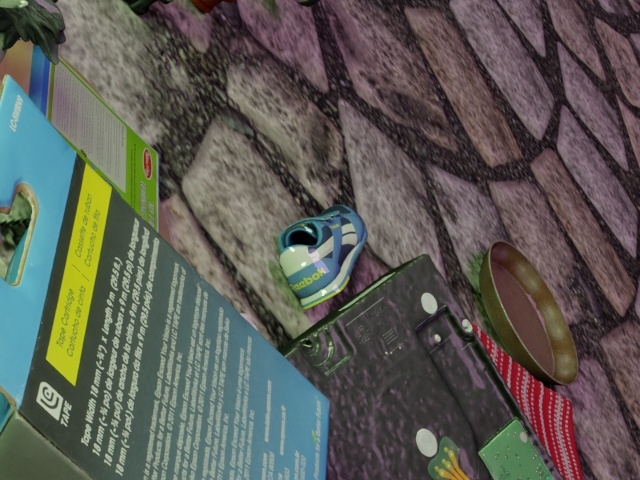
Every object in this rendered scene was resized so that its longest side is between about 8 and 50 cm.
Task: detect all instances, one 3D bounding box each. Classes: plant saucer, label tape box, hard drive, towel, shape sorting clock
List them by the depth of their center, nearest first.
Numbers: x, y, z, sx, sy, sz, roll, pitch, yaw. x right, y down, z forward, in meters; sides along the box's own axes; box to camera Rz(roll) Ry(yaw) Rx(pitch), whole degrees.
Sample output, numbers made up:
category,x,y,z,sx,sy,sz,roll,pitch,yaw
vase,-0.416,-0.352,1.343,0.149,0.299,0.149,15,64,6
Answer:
category,x,y,z,sx,sy,sz,roll,pitch,yaw
label tape box,-0.135,0.100,1.198,0.334,0.106,0.241,47,27,-28
shape sorting clock,-0.168,-0.047,1.388,0.206,0.040,0.206,48,22,-26
hard drive,0.088,0.205,1.502,0.237,0.064,0.339,-35,94,-47
towel,0.179,0.175,1.860,0.275,0.031,0.199,40,31,-40
plant saucer,0.211,0.079,2.041,0.168,0.029,0.168,45,28,-32

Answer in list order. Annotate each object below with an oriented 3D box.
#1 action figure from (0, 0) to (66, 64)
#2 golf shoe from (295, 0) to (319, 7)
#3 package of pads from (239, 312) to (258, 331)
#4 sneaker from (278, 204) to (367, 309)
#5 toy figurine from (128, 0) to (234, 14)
category,x,y,z,sx,sy,sz,roll,pitch,yaw
action figure,-0.240,-0.185,1.284,0.164,0.141,0.276,53,8,-21
golf shoe,-0.067,-0.304,1.878,0.198,0.077,0.094,56,33,8
package of pads,-0.083,0.072,1.409,0.083,0.050,0.032,8,56,-63
sneaker,0.000,0.000,1.667,0.059,0.053,0.144,51,23,-16
toy figurine,-0.109,-0.307,1.678,0.209,0.148,0.213,63,23,6
